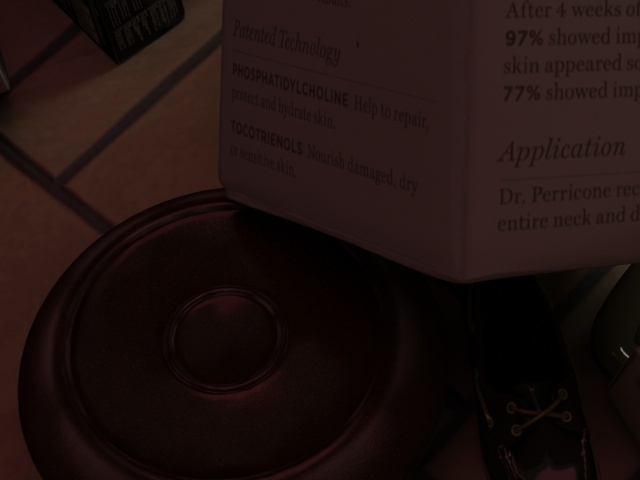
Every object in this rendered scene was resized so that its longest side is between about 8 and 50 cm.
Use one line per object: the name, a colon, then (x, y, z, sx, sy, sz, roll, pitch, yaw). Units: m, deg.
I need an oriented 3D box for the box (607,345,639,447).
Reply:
box: (0.373, 0.080, 1.344, 0.311, 0.121, 0.148, -26, 76, -9)

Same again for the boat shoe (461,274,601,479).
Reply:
boat shoe: (0.149, 0.116, 1.397, 0.081, 0.068, 0.227, -13, 58, -1)

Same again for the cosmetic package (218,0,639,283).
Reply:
cosmetic package: (0.148, -0.204, 1.296, 0.329, 0.393, 0.327, -4, 13, -29)

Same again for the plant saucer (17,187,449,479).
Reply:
plant saucer: (-0.065, 0.079, 1.361, 0.311, 0.050, 0.310, -2, 57, 3)

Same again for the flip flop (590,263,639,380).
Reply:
flip flop: (0.291, -0.009, 1.451, 0.112, 0.080, 0.277, 28, 66, 22)

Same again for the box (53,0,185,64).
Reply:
box: (-0.199, -0.260, 1.606, 0.077, 0.180, 0.147, -37, 61, -14)

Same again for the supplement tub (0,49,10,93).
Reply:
supplement tub: (-0.439, -0.165, 1.542, 0.331, 0.241, 0.241, -18, 58, -5)
